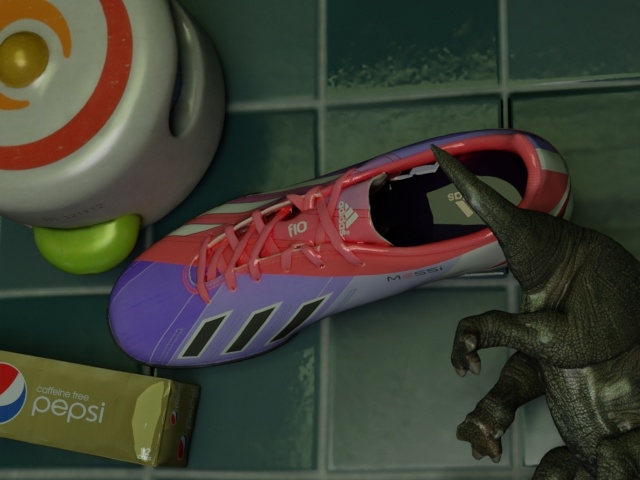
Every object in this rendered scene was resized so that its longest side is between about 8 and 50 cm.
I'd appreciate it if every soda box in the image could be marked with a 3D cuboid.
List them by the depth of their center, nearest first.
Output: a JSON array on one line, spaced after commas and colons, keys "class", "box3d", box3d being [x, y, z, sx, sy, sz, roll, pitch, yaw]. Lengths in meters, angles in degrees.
[{"class": "soda box", "box3d": [-0.177, 0.109, 0.823, 0.181, 0.061, 0.058, 7, 82, 14]}]

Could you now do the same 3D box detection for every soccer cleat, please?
[{"class": "soccer cleat", "box3d": [0.000, 0.000, 0.771, 0.318, 0.116, 0.108, -17, 77, 10]}]

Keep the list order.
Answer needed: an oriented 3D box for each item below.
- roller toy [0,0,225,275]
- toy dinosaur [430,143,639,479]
[{"class": "roller toy", "box3d": [-0.173, -0.104, 0.815, 0.209, 0.146, 0.191, 42, 91, 17]}, {"class": "toy dinosaur", "box3d": [0.158, 0.074, 0.698, 0.160, 0.121, 0.313, -35, 85, -31]}]
